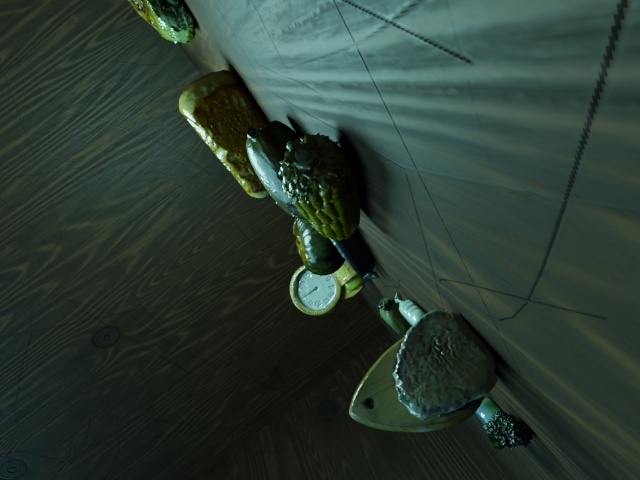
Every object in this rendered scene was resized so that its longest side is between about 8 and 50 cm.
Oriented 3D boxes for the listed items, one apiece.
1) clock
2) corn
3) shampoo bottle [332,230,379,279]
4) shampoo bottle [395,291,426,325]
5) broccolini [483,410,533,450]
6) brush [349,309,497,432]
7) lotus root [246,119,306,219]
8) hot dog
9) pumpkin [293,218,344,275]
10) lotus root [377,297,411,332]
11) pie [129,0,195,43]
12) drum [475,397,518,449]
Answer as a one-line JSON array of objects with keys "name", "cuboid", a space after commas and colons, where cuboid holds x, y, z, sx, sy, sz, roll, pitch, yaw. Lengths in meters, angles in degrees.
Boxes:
[{"name": "clock", "cuboid": [0.027, 0.181, 1.809, 0.244, 0.317, 0.200, 52, -176, 14]}, {"name": "corn", "cuboid": [0.013, -0.078, 0.709, 0.115, 0.115, 0.318, 52, 180, 17]}, {"name": "shampoo bottle", "cuboid": [0.087, 0.025, 1.181, 0.098, 0.071, 0.309, 49, 176, 41]}, {"name": "shampoo bottle", "cuboid": [0.231, 0.183, 1.061, 0.077, 0.045, 0.152, 52, 177, -25]}, {"name": "broccolini", "cuboid": [0.395, 0.433, 0.899, 0.202, 0.091, 0.068, 73, -153, -44]}, {"name": "brush", "cuboid": [0.163, 0.250, 0.734, 0.174, 0.267, 0.166, 63, -176, 29]}, {"name": "lotus root", "cuboid": [-0.065, -0.148, 0.903, 0.241, 0.124, 0.123, 56, 162, -10]}, {"name": "hot dog", "cuboid": [-0.258, -0.327, 1.282, 0.405, 0.185, 0.223, 54, 176, -40]}, {"name": "pumpkin", "cuboid": [0.003, 0.000, 1.378, 0.238, 0.159, 0.237, 163, 90, -83]}, {"name": "lotus root", "cuboid": [0.230, 0.224, 1.284, 0.090, 0.077, 0.183, 41, 173, 43]}, {"name": "pie", "cuboid": [-0.462, -0.676, 1.124, 0.288, 0.103, 0.354, 44, 171, 36]}, {"name": "drum", "cuboid": [0.436, 0.458, 1.097, 0.130, 0.049, 0.253, 52, 177, 10]}]
